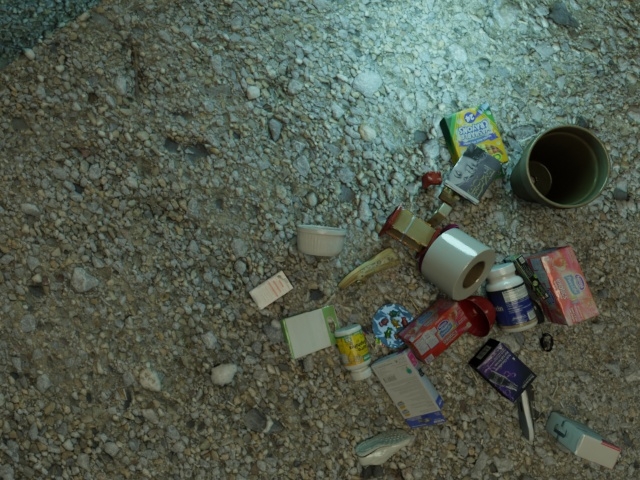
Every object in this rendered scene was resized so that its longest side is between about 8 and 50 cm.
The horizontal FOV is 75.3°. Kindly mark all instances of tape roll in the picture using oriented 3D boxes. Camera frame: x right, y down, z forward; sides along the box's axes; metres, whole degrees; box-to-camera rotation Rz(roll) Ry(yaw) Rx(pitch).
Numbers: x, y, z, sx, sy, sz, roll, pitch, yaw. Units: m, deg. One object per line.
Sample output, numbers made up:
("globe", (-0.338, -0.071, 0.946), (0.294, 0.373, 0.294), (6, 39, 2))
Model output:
("tape roll", (0.549, 0.094, 1.657), (0.246, 0.246, 0.169), (-45, 51, -3))

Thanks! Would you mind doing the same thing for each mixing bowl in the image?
("mixing bowl", (0.655, 0.297, 1.719), (0.098, 0.181, 0.181), (-27, 87, -25))

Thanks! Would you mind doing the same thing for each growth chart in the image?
("growth chart", (0.348, 0.383, 1.771), (0.238, 0.021, 0.171), (2, 85, -1))

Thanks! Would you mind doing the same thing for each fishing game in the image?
("fishing game", (0.310, 0.361, 1.741), (0.264, 0.041, 0.189), (-30, 84, -4))

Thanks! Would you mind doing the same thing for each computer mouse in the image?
("computer mouse", (0.923, 0.363, 1.756), (0.071, 0.041, 0.241), (-23, 90, 38))

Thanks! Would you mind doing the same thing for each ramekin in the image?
("ramekin", (0.000, 0.000, 1.704), (0.208, 0.207, 0.108), (5, 96, -1))

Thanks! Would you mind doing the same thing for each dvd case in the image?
("dvd case", (0.638, -0.279, 1.731), (0.165, 0.018, 0.221), (35, 84, 2))

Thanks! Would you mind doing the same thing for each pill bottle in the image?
("pill bottle", (0.140, 0.462, 1.713), (0.118, 0.117, 0.208), (-16, 86, -2))
("pill bottle", (0.780, 0.234, 1.721), (0.153, 0.153, 0.264), (-18, 86, -2))

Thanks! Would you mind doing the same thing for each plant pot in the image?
("plant pot", (0.930, -0.270, 1.693), (0.324, 0.280, 0.322), (0, 86, -1))

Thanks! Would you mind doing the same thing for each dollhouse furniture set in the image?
("dollhouse furniture set", (0.434, -0.133, 1.764), (0.201, 0.152, 0.374), (34, 69, 2))

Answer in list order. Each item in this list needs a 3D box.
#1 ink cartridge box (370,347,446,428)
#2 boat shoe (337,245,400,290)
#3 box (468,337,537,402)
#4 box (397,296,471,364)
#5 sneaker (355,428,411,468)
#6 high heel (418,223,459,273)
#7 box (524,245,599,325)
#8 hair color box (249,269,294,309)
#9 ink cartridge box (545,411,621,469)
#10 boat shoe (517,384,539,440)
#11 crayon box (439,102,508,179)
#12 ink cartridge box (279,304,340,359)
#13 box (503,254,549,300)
("ink cartridge box", (0.364, 0.605, 1.689), (0.186, 0.065, 0.310), (-35, 84, 37))
("boat shoe", (0.202, 0.132, 1.742), (0.285, 0.104, 0.089), (-33, 85, -4))
("box", (0.753, 0.536, 1.723), (0.207, 0.108, 0.153), (42, 86, 2))
("box", (0.465, 0.365, 1.692), (0.257, 0.123, 0.128), (-38, 103, -12))
("sneaker", (0.265, 0.861, 1.714), (0.235, 0.090, 0.094), (-20, 99, 1))
("high heel", (0.501, 0.037, 1.746), (0.082, 0.117, 0.244), (40, 86, 1))
("box", (0.996, 0.185, 1.728), (0.142, 0.154, 0.299), (-21, 86, -2))
("hair color box", (-0.206, 0.210, 1.756), (0.167, 0.053, 0.093), (-33, 86, -2))
("ink cartridge box", (1.038, 0.791, 1.655), (0.159, 0.218, 0.092), (22, 92, 1))
("boat shoe", (0.876, 0.714, 1.733), (0.076, 0.080, 0.228), (-6, 79, 0))
("crayon box", (0.671, -0.407, 1.797), (0.203, 0.083, 0.322), (-18, 87, -2))
("ink cartridge box", (-0.038, 0.382, 1.749), (0.235, 0.056, 0.170), (-14, 87, -24))
("box", (0.866, 0.156, 1.747), (0.036, 0.114, 0.206), (-33, 87, -3))
